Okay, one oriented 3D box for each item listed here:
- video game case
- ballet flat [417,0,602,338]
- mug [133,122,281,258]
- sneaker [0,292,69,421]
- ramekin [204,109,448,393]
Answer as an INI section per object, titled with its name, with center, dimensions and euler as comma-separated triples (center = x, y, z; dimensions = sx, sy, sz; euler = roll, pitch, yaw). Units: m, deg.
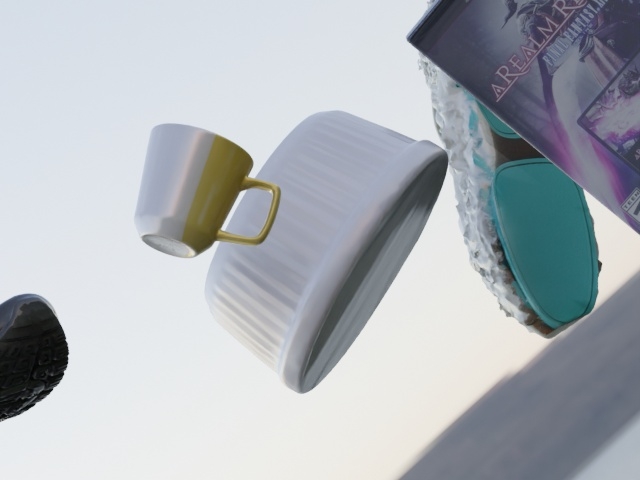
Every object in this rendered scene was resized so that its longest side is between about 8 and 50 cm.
[video game case]
center = 0.235, -0.150, 1.539
dimensions = 0.196, 0.274, 0.026
euler = -50, 10, 9
[ballet flat]
center = 0.189, -0.077, 2.015
dimensions = 0.147, 0.409, 0.147
euler = -11, -19, -4
[mug]
center = -0.071, -0.025, 1.090
dimensions = 0.062, 0.078, 0.064
euler = 41, -119, -50
[sneaker]
center = -0.304, 0.104, 1.537
dimensions = 0.109, 0.130, 0.286
euler = -7, -24, -43
[ramekin]
center = 0.000, 0.000, 1.801
dimensions = 0.273, 0.127, 0.273
euler = -56, -10, -15
